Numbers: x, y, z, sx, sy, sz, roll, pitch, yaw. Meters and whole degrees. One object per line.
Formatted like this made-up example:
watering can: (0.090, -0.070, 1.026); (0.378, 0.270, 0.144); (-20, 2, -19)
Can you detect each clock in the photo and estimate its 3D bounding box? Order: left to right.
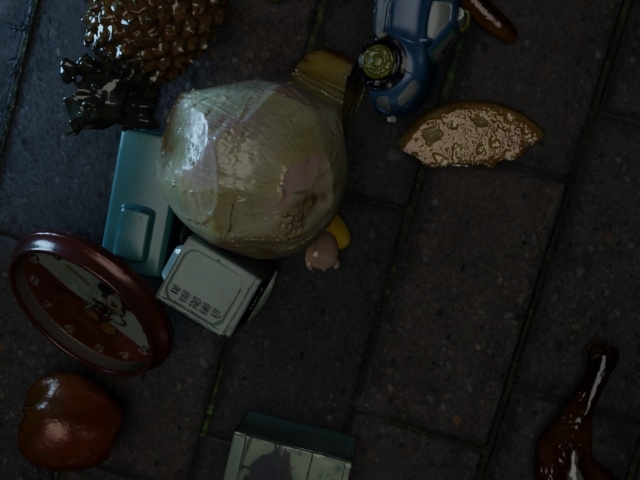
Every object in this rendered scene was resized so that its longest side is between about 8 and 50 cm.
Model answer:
clock: (-0.388, 0.106, 1.450); (0.318, 0.080, 0.318); (19, 136, 19)

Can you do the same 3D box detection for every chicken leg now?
chicken leg: (0.450, 0.375, 1.460); (0.158, 0.096, 0.407); (-1, 92, 1)

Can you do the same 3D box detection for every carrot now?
carrot: (0.277, -0.381, 1.434); (0.139, 0.048, 0.048); (44, 97, -1)

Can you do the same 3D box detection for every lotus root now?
lotus root: (0.016, -0.265, 1.453); (0.135, 0.095, 0.159); (31, 137, 7)

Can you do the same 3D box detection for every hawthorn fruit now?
hawthorn fruit: (-0.440, 0.322, 1.503); (0.189, 0.189, 0.189); (0, 95, 5)

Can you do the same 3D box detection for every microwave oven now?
microwave oven: (-0.169, 0.069, 1.432); (0.162, 0.208, 0.122); (30, 97, 2)

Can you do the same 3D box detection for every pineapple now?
pineapple: (-0.304, -0.301, 1.379); (0.223, 0.223, 0.357); (24, 78, 3)

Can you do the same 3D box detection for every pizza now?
pizza: (0.252, -0.178, 1.447); (0.246, 0.058, 0.127); (-15, 92, 5)

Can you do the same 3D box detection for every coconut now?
coconut: (-0.093, -0.114, 1.347); (0.297, 0.254, 0.297); (-10, 107, -35)

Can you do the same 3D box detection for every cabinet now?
cabinet: (-0.055, 0.405, 1.480); (0.206, 0.150, 0.145); (13, 96, 5)

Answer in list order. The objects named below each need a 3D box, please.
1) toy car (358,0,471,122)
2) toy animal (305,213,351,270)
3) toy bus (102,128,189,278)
toy car: (0.156, -0.344, 1.365); (0.166, 0.198, 0.314); (6, 94, 16)
toy animal: (0.000, 0.000, 1.483); (0.082, 0.091, 0.114); (-7, 76, 46)
toy bus: (-0.293, -0.059, 1.466); (0.128, 0.147, 0.256); (12, 95, 6)
